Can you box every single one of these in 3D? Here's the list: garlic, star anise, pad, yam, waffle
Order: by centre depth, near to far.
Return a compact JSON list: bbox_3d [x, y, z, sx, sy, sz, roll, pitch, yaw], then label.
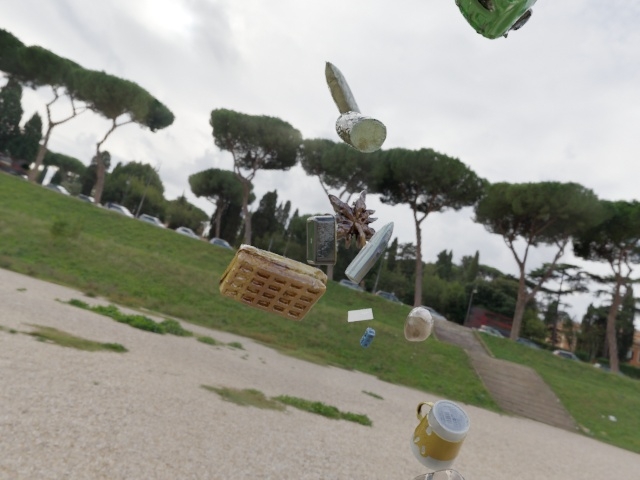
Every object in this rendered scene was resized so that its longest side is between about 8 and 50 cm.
[{"bbox_3d":[0.106,-0.321,1.256,0.107,0.107,0.183,22,15,-28],"label":"yam"},{"bbox_3d":[-0.164,0.148,1.481,0.327,0.098,0.224,21,-50,-22],"label":"waffle"},{"bbox_3d":[0.417,0.351,1.804,0.112,0.143,0.318,11,-4,18],"label":"garlic"},{"bbox_3d":[0.155,-0.069,1.965,0.292,0.350,0.109,10,-9,4],"label":"star anise"},{"bbox_3d":[0.207,0.387,2.249,0.127,0.004,0.190,-8,7,5],"label":"pad"}]

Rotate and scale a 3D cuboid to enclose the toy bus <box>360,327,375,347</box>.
[{"bbox_3d":[0.210,0.433,1.922,0.038,0.083,0.046,22,22,-10],"label":"toy bus"}]

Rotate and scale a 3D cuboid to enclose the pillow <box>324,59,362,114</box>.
[{"bbox_3d":[0.094,-0.497,1.574,0.075,0.302,0.185,-27,0,6],"label":"pillow"}]

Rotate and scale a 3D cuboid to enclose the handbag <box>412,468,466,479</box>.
[{"bbox_3d":[0.353,0.788,1.198,0.283,0.149,0.302,-36,2,30],"label":"handbag"}]

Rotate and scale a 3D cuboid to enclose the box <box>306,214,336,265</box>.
[{"bbox_3d":[0.000,0.000,1.741,0.090,0.201,0.144,-1,1,-17],"label":"box"}]

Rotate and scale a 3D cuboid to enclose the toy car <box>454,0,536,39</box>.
[{"bbox_3d":[0.438,-0.637,0.976,0.213,0.176,0.359,56,-29,9],"label":"toy car"}]

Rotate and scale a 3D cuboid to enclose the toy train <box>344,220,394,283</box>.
[{"bbox_3d":[0.180,0.032,1.444,0.055,0.252,0.048,48,-15,-33],"label":"toy train"}]

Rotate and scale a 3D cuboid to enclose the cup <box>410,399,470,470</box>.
[{"bbox_3d":[0.454,0.731,1.689,0.185,0.226,0.241,-4,36,-26],"label":"cup"}]
